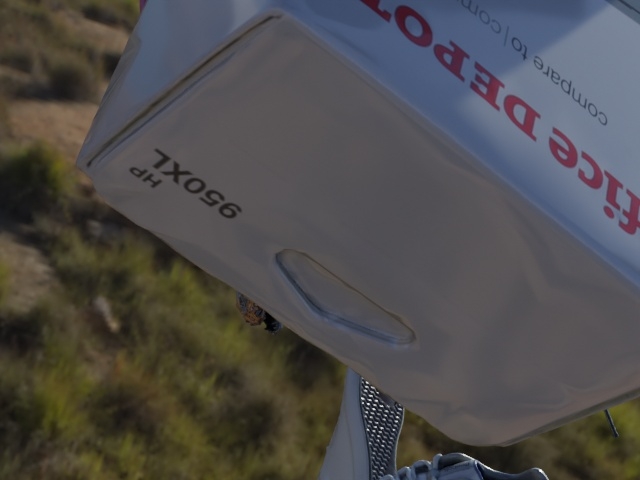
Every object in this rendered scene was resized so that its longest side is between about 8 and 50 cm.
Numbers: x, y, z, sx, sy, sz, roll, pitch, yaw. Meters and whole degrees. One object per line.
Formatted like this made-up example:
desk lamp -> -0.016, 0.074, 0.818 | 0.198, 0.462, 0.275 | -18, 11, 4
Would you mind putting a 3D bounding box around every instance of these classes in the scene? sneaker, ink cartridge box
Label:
sneaker -> 0.041, 0.281, 1.816 | 0.106, 0.123, 0.290 | 31, 51, -37
ink cartridge box -> 0.079, -0.132, 0.715 | 0.285, 0.166, 0.395 | 35, 49, -23
sneaker -> 0.120, 0.289, 1.467 | 0.297, 0.129, 0.111 | 2, 35, -5

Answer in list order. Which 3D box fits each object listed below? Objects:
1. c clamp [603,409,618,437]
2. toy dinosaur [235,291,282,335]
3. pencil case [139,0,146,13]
c clamp -> 0.401, 0.148, 1.602 | 0.137, 0.160, 0.022 | 61, 10, -10
toy dinosaur -> 0.000, 0.000, 1.799 | 0.218, 0.322, 0.164 | 36, -18, -15
pencil case -> 0.002, -0.170, 0.979 | 0.284, 0.124, 0.124 | 4, 25, -48
